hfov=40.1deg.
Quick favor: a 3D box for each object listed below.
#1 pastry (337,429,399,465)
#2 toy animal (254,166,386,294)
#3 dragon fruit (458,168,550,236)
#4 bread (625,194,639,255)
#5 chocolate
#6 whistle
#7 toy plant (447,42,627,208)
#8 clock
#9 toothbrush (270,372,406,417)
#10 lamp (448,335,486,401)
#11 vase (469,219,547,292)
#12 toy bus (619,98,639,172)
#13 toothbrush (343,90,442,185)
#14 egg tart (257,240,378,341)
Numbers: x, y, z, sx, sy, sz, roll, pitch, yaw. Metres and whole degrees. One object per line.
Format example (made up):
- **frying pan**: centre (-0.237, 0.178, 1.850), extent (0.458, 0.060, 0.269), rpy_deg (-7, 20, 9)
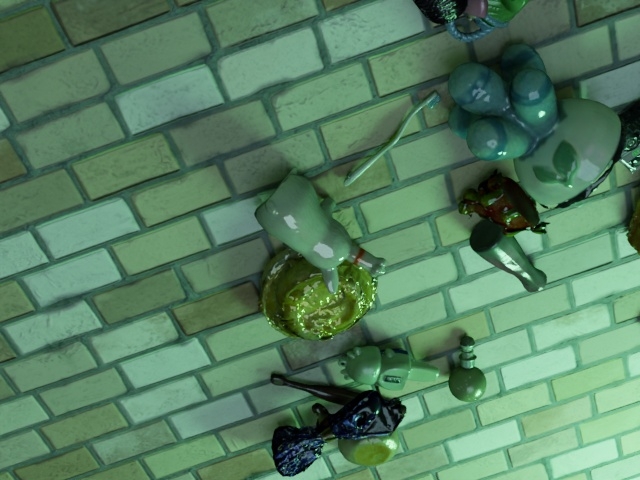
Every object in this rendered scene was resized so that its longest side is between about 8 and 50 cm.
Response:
- **pastry**: centre (0.120, 0.501, 2.176), extent (0.157, 0.092, 0.156), rpy_deg (-2, 130, -2)
- **toy animal**: centre (-0.007, -0.010, 1.761), extent (0.282, 0.138, 0.140), rpy_deg (40, 101, -22)
- **dragon fruit**: centre (0.379, -0.076, 1.819), extent (0.175, 0.142, 0.138), rpy_deg (-6, 172, 31)
- **bread**: centre (0.745, -0.091, 1.889), extent (0.139, 0.077, 0.270), rpy_deg (-2, 123, -4)
- **chocolate**: centre (0.036, 0.444, 2.073), extent (0.343, 0.126, 0.148), rpy_deg (-29, 89, 19)
- **whistle**: centre (0.157, 0.294, 2.039), extent (0.245, 0.092, 0.110), rpy_deg (7, 121, -13)
- **toy plant**: centre (0.380, -0.232, 1.656), extent (0.332, 0.247, 0.247), rpy_deg (32, 113, -20)
- **clock**: centre (0.270, -0.448, 1.546), extent (0.195, 0.100, 0.194), rpy_deg (-36, 124, 16)
- **toothbrush**: centre (0.046, 0.375, 2.106), extent (0.364, 0.041, 0.041), rpy_deg (17, 119, -20)
- **lamp**: centre (0.350, 0.303, 2.093), extent (0.091, 0.091, 0.163), rpy_deg (-7, 110, -5)
- **vase**: centre (0.419, 0.041, 1.922), extent (0.086, 0.086, 0.214), rpy_deg (-40, 126, 17)
- **toy bus**: centre (0.669, -0.232, 1.768), extent (0.199, 0.096, 0.108), rpy_deg (-38, 126, 12)
- **toothbrush**: centre (0.137, -0.200, 1.738), extent (0.263, 0.022, 0.026), rpy_deg (-42, 109, 18)
- **egg tart**: centre (0.000, 0.117, 1.888), extent (0.279, 0.095, 0.278), rpy_deg (-5, 122, -7)
